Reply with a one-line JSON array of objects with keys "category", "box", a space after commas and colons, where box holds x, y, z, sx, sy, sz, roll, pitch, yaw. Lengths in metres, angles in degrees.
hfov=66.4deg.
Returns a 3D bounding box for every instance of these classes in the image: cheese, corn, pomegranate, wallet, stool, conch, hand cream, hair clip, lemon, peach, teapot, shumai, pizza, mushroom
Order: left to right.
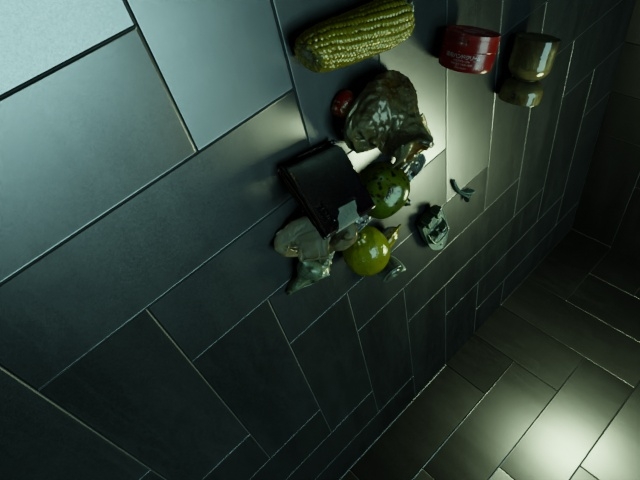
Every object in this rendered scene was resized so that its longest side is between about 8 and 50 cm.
[{"category": "conch", "box": [-0.029, 0.099, 1.756, 0.137, 0.114, 0.234, -4, 157, -36]}, {"category": "mushroom", "box": [0.000, 0.000, 1.609, 0.151, 0.286, 0.156, 35, 49, -64]}, {"category": "wallet", "box": [0.024, -0.161, 1.497, 0.221, 0.262, 0.071, -32, 180, -31]}, {"category": "peach", "box": [0.076, -0.416, 1.499, 0.083, 0.050, 0.077, -59, 146, 0]}, {"category": "corn", "box": [0.102, -0.560, 1.338, 0.387, 0.144, 0.144, -33, 139, -23]}, {"category": "lemon", "box": [0.171, 0.034, 1.859, 0.184, 0.184, 0.248, -46, 140, -12]}, {"category": "pomegranate", "box": [0.181, -0.167, 1.656, 0.198, 0.246, 0.198, -8, 90, -73]}, {"category": "cheese", "box": [0.246, 0.027, 2.016, 0.250, 0.064, 0.156, -52, 180, 11]}, {"category": "teapot", "box": [0.302, 0.104, 2.120, 0.149, 0.108, 0.111, -26, 154, -22]}, {"category": "shumai", "box": [0.257, -0.373, 1.532, 0.314, 0.262, 0.267, -53, 159, -20]}, {"category": "pizza", "box": [0.359, -0.397, 1.847, 0.185, 0.036, 0.176, -35, 138, -23]}, {"category": "hair clip", "box": [0.671, -0.240, 2.330, 0.229, 0.039, 0.070, 16, 107, -52]}, {"category": "hand cream", "box": [0.508, -0.657, 1.677, 0.193, 0.193, 0.125, -24, 133, -36]}, {"category": "stool", "box": [0.872, -0.719, 2.053, 0.179, 0.179, 0.264, -24, 134, -36]}]

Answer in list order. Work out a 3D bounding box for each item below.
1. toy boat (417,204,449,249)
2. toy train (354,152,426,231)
[{"category": "toy boat", "box": [0.543, -0.042, 2.295, 0.141, 0.092, 0.319, -48, 145, -7]}, {"category": "toy train", "box": [0.234, -0.193, 1.818, 0.407, 0.088, 0.086, -42, 123, -17]}]
